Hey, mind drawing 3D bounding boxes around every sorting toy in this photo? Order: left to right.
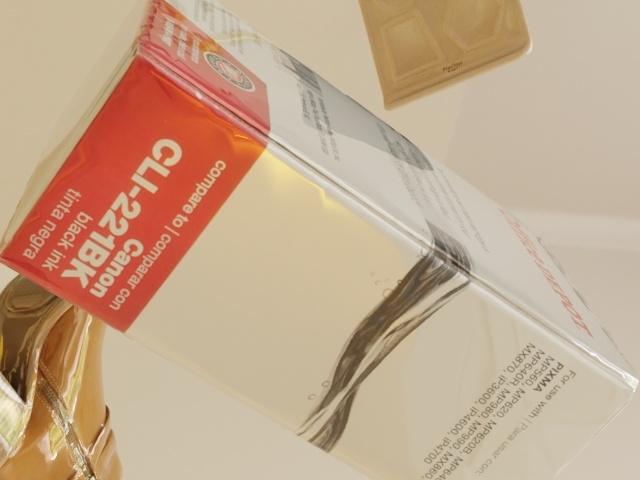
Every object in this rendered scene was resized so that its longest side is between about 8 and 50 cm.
[{"bbox_3d":[0.132,-0.267,1.163,0.038,0.193,0.208,1,-105,-52],"label":"sorting toy"}]

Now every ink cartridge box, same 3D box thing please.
[{"bbox_3d":[0.000,0.000,0.529,0.273,0.114,0.197,33,-163,-17],"label":"ink cartridge box"}]

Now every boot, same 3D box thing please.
[{"bbox_3d":[-0.230,0.147,1.000,0.109,0.220,0.283,-3,-142,31],"label":"boot"}]
